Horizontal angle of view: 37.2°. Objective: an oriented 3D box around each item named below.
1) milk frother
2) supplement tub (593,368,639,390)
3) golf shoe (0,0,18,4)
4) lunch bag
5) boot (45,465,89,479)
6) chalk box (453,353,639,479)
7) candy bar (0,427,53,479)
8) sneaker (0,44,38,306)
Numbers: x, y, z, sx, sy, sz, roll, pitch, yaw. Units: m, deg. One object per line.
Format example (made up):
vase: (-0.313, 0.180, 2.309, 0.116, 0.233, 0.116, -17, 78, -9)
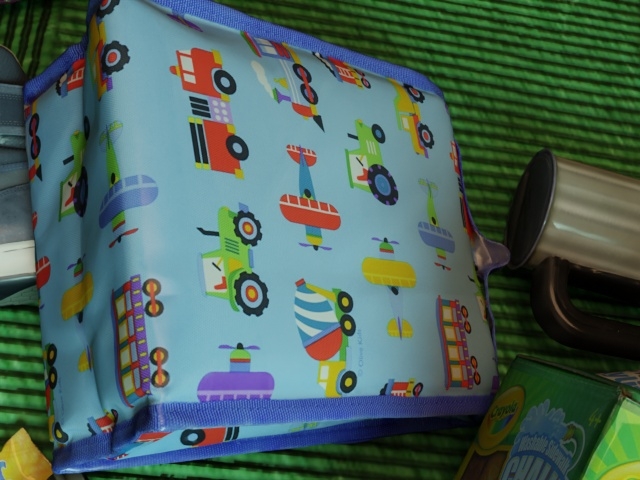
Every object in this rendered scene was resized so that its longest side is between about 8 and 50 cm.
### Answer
milk frother: (0.203, -0.006, 0.591, 0.135, 0.143, 0.129, 15, 48, -6)
supplement tub: (0.188, 0.115, 0.583, 0.107, 0.071, 0.071, -4, 69, -14)
golf shoe: (-0.297, -0.218, 0.611, 0.306, 0.115, 0.140, -9, 59, -22)
lunch bag: (0.000, 0.000, 0.544, 0.293, 0.138, 0.221, 3, 69, -35)
boot: (-0.187, 0.227, 0.465, 0.208, 0.076, 0.189, -18, 70, -11)
chalk box: (0.154, 0.166, 0.447, 0.179, 0.180, 0.289, 27, 85, 0)
candy bar: (-0.211, 0.169, 0.505, 0.040, 0.018, 0.161, 45, 65, 9)
sneaker: (-0.254, -0.037, 0.537, 0.226, 0.086, 0.163, -7, 78, -23)
